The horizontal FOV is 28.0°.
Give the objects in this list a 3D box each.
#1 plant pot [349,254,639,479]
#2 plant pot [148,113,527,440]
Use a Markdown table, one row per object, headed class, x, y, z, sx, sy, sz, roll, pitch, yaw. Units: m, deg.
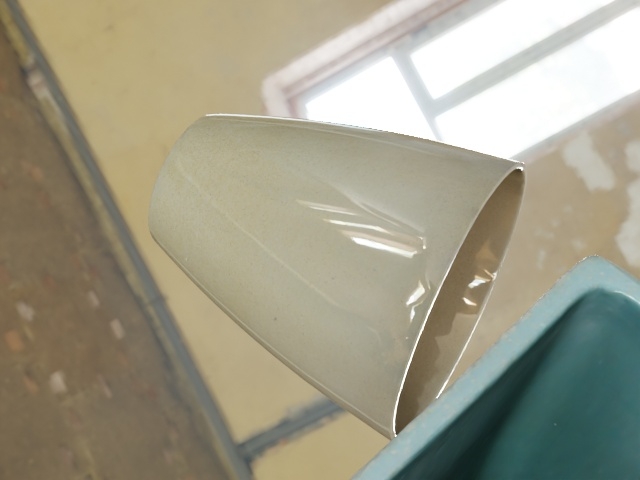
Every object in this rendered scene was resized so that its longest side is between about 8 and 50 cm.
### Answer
| class | x | y | z | sx | sy | sz | roll | pitch | yaw |
| --- | --- | --- | --- | --- | --- | --- | --- | --- | --- |
| plant pot | 0.102 | 0.214 | 0.577 | 0.248 | 0.247 | 0.252 | 43 | 149 | 15 |
| plant pot | 0.000 | 0.000 | 1.108 | 0.274 | 0.256 | 0.256 | 24 | -177 | 17 |
